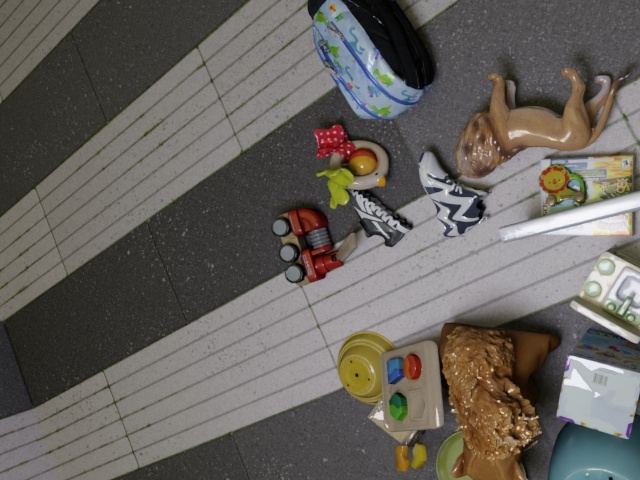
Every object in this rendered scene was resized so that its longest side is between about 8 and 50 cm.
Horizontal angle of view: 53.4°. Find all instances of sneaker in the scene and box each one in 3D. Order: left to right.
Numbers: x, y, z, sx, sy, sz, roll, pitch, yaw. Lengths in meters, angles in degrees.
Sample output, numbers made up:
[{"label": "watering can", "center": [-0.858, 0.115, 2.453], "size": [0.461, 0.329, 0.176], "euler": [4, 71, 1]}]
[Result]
[{"label": "sneaker", "center": [0.138, -0.065, 1.773], "size": [0.234, 0.078, 0.106], "euler": [39, 110, 20]}, {"label": "sneaker", "center": [0.354, -0.134, 1.627], "size": [0.153, 0.094, 0.234], "euler": [-19, 85, 30]}]

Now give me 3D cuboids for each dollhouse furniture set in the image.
[{"label": "dollhouse furniture set", "center": [0.247, 0.451, 1.747], "size": [0.129, 0.129, 0.183], "euler": [34, 86, 25]}]

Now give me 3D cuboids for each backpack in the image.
[{"label": "backpack", "center": [0.138, -0.487, 1.638], "size": [0.355, 0.290, 0.273], "euler": [46, 124, 12]}]

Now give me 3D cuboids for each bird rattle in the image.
[{"label": "bird rattle", "center": [0.085, -0.210, 1.757], "size": [0.207, 0.253, 0.143], "euler": [0, 137, 3]}]

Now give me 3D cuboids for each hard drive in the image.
[{"label": "hard drive", "center": [0.567, -0.056, 1.385], "size": [0.308, 0.203, 0.040], "euler": [-16, 86, 32]}]

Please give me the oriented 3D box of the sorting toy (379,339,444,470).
[{"label": "sorting toy", "center": [0.222, 0.418, 1.601], "size": [0.229, 0.041, 0.307], "euler": [-32, 55, 57]}]

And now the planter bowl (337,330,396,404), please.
[{"label": "planter bowl", "center": [0.121, 0.374, 1.817], "size": [0.217, 0.090, 0.217], "euler": [3, 97, 32]}]

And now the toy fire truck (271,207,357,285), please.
[{"label": "toy fire truck", "center": [0.000, 0.000, 1.834], "size": [0.247, 0.158, 0.216], "euler": [-18, 85, 20]}]

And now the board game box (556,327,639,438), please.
[{"label": "board game box", "center": [0.626, 0.303, 1.394], "size": [0.145, 0.275, 0.141], "euler": [12, 101, 30]}]

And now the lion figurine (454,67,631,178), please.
[{"label": "lion figurine", "center": [0.505, -0.267, 1.490], "size": [0.393, 0.142, 0.240], "euler": [2, 90, 34]}]

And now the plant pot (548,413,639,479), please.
[{"label": "plant pot", "center": [0.649, 0.554, 1.429], "size": [0.293, 0.235, 0.292], "euler": [3, 96, 32]}]

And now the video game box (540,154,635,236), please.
[{"label": "video game box", "center": [0.623, -0.103, 1.494], "size": [0.205, 0.048, 0.186], "euler": [1, 97, 31]}]

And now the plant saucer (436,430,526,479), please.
[{"label": "plant saucer", "center": [0.427, 0.613, 1.685], "size": [0.241, 0.037, 0.240], "euler": [3, 97, 30]}]

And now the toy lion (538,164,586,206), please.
[{"label": "toy lion", "center": [0.562, -0.130, 1.485], "size": [0.100, 0.034, 0.095], "euler": [-6, 84, 32]}]

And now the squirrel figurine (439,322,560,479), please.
[{"label": "squirrel figurine", "center": [0.385, 0.387, 1.477], "size": [0.281, 0.397, 0.370], "euler": [4, 84, 24]}]

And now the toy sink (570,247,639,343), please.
[{"label": "toy sink", "center": [0.659, 0.108, 1.381], "size": [0.153, 0.234, 0.131], "euler": [32, 110, 26]}]
